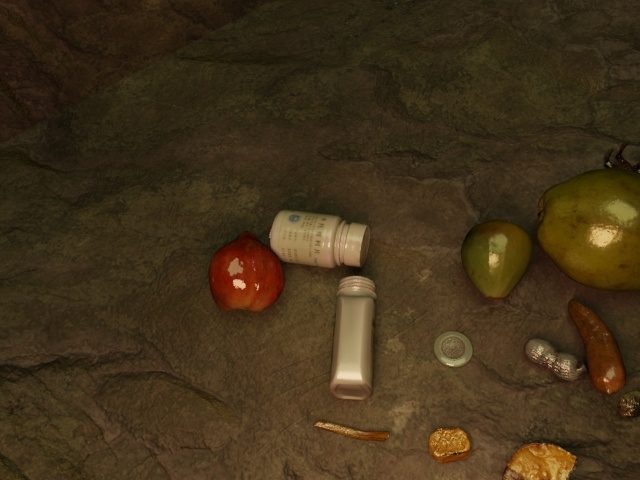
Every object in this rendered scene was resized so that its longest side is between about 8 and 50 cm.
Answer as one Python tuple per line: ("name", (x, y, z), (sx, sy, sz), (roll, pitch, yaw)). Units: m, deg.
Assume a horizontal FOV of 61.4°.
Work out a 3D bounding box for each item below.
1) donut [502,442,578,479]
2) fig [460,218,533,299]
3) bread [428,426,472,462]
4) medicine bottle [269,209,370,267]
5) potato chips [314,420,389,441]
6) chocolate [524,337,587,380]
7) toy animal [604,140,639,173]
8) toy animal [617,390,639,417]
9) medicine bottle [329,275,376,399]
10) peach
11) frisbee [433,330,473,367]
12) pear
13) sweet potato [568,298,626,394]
("donut", (0.509, 0.582, 1.288), (0.141, 0.085, 0.217), (35, 67, 27))
("fig", (0.508, 0.050, 1.584), (0.207, 0.207, 0.230), (27, 99, 24))
("bread", (0.331, 0.522, 1.382), (0.110, 0.044, 0.083), (-12, 54, 4))
("medicine bottle", (0.000, 0.000, 1.705), (0.292, 0.170, 0.170), (9, 59, 14))
("potato chips", (0.084, 0.509, 1.439), (0.203, 0.037, 0.026), (4, 47, 18))
("chocolate", (0.630, 0.320, 1.450), (0.166, 0.072, 0.072), (28, 65, 25))
("toy animal", (1.067, -0.213, 1.739), (0.243, 0.087, 0.260), (-12, 56, 18))
("toy animal", (0.857, 0.394, 1.370), (0.219, 0.069, 0.086), (-11, 77, 8))
("medicine bottle", (0.094, 0.264, 1.507), (0.124, 0.179, 0.325), (2, 58, 10))
("peach", (-0.226, 0.091, 1.648), (0.232, 0.232, 0.257), (4, 76, 12))
("frisbee", (0.378, 0.307, 1.533), (0.110, 0.014, 0.110), (-5, 56, 7))
("pear", (0.822, -0.034, 1.507), (0.412, 0.352, 0.352), (14, 60, 7))
("sweet potato", (0.746, 0.281, 1.451), (0.097, 0.097, 0.292), (-5, 47, 6))
